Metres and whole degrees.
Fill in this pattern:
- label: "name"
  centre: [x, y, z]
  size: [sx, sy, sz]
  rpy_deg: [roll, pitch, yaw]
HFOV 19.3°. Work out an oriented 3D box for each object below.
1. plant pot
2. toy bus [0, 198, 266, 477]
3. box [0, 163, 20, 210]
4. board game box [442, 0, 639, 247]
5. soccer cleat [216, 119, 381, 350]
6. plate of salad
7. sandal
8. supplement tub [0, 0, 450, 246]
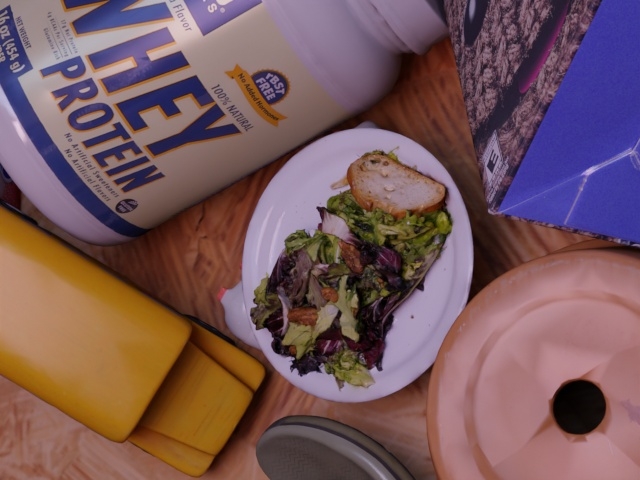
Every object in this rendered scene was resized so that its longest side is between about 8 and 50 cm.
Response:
- label: "plant pot"
  centre: [0.194, 0.122, 1.251]
  size: [0.291, 0.203, 0.291]
  rpy_deg: [-6, 75, 21]
- label: "toy bus"
  centre: [-0.203, 0.053, 1.397]
  size: [0.333, 0.130, 0.108]
  rpy_deg: [32, 87, -5]
- label: "box"
  centre: [-0.329, -0.082, 1.551]
  size: [0.128, 0.122, 0.257]
  rpy_deg: [-6, 76, 19]
- label: "board game box"
  centre: [0.195, -0.177, 1.229]
  size: [0.291, 0.141, 0.232]
  rpy_deg: [-97, 24, -51]
- label: "soccer cleat"
  centre: [0.000, 0.000, 1.436]
  size: [0.076, 0.068, 0.196]
  rpy_deg: [37, 98, 17]
- label: "plate of salad"
  centre: [0.018, 0.016, 1.351]
  size: [0.200, 0.048, 0.200]
  rpy_deg: [-5, 82, 33]
- label: "sandal"
  centre: [0.047, 0.244, 1.317]
  size: [0.086, 0.120, 0.303]
  rpy_deg: [-25, 64, -29]
- label: "supplement tub"
  centre: [-0.085, -0.164, 1.411]
  size: [0.325, 0.235, 0.235]
  rpy_deg: [-29, 69, 14]
